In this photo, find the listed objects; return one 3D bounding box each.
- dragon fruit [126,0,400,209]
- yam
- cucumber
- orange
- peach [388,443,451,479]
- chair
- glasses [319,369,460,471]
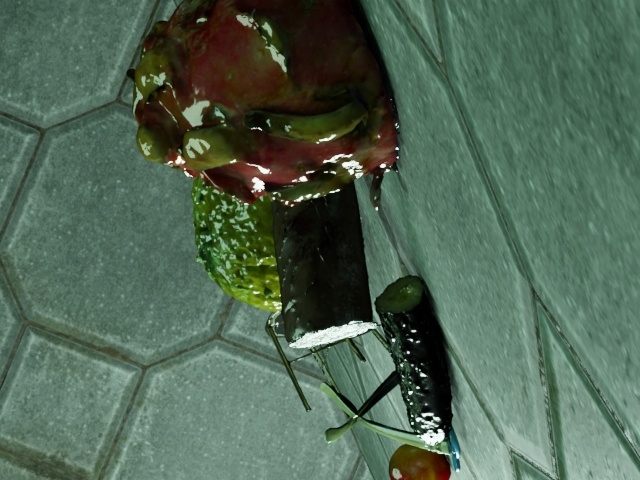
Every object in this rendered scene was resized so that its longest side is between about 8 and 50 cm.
[{"bbox_3d":[-0.079,-0.157,1.645,0.296,0.263,0.314,105,142,-80],"label":"dragon fruit"},{"bbox_3d":[-0.002,0.000,1.940,0.131,0.131,0.279,84,179,-71],"label":"yam"},{"bbox_3d":[0.131,0.169,1.952,0.072,0.072,0.300,-120,9,-49],"label":"cucumber"},{"bbox_3d":[-0.079,-0.039,2.218,0.301,0.223,0.300,92,156,-44],"label":"orange"},{"bbox_3d":[0.151,0.358,2.344,0.101,0.101,0.100,157,90,-84],"label":"peach"},{"bbox_3d":[-0.014,0.112,2.385,0.170,0.160,0.325,16,-142,-55],"label":"chair"},{"bbox_3d":[0.098,0.234,2.147,0.239,0.207,0.102,-128,52,-62],"label":"glasses"}]
